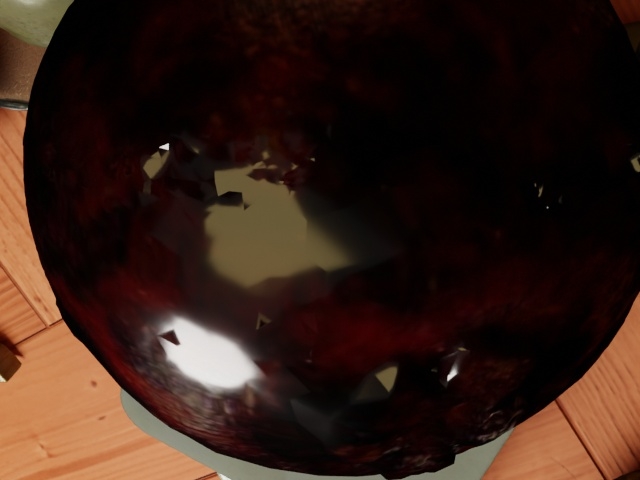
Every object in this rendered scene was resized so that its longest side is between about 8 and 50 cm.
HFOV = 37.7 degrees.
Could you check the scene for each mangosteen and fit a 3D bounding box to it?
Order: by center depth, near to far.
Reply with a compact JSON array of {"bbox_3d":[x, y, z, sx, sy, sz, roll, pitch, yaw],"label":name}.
[{"bbox_3d":[0.015,-0.048,0.604,0.381,0.421,0.381,-2,115,-4],"label":"mangosteen"}]

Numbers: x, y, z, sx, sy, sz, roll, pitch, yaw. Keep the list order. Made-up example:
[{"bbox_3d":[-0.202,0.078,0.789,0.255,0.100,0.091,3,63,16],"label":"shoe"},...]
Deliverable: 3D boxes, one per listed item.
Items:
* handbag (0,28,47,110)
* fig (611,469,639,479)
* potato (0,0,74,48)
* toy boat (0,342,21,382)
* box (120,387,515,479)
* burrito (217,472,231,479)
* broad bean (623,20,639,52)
[{"bbox_3d":[-0.284,-0.202,0.891,0.193,0.072,0.151,9,119,16],"label":"handbag"},{"bbox_3d":[0.320,0.361,0.789,0.316,0.316,0.316,9,118,17],"label":"fig"},{"bbox_3d":[-0.168,-0.301,0.691,0.221,0.243,0.326,31,107,4],"label":"potato"},{"bbox_3d":[-0.471,0.157,1.153,0.226,0.068,0.088,0,120,19],"label":"toy boat"},{"bbox_3d":[0.001,0.115,0.893,0.367,0.090,0.373,27,128,7],"label":"box"},{"bbox_3d":[-0.077,0.277,1.065,0.074,0.044,0.118,-7,111,15],"label":"burrito"},{"bbox_3d":[0.267,-0.077,0.724,0.228,0.100,0.169,35,116,17],"label":"broad bean"}]
